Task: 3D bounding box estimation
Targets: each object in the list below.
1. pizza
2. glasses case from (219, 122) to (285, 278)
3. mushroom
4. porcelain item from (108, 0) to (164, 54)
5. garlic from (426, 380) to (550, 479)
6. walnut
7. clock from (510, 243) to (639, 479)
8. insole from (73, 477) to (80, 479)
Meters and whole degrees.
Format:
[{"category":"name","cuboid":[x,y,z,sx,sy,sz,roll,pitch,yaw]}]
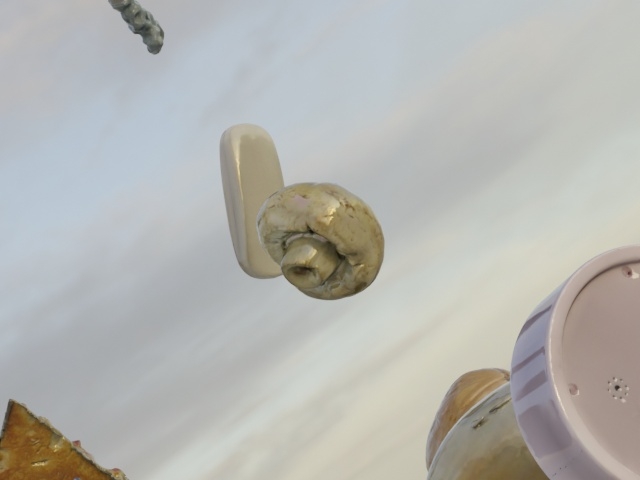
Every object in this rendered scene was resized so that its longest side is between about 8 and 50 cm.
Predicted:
[{"category":"pizza","cuboid":[-0.323,0.253,1.947,0.184,0.176,0.036,-26,20,0]},{"category":"glasses case","cuboid":[-0.082,-0.050,2.256,0.081,0.204,0.051,1,-14,-38]},{"category":"mushroom","cuboid":[0.000,0.000,1.940,0.148,0.148,0.112,-51,14,53]},{"category":"porcelain item","cuboid":[-0.184,-0.222,1.806,0.028,0.036,0.083,-29,-48,9]},{"category":"garlic","cuboid":[0.221,0.240,1.549,0.286,0.249,0.313,21,-88,-32]},{"category":"walnut","cuboid":[0.236,0.278,2.511,0.165,0.165,0.197,-20,-40,-58]},{"category":"clock","cuboid":[0.238,0.104,1.273,0.197,0.197,0.068,-31,-10,-29]},{"category":"insole","cuboid":[-0.228,0.367,1.514,0.007,0.328,0.111,9,-7,-17]}]
